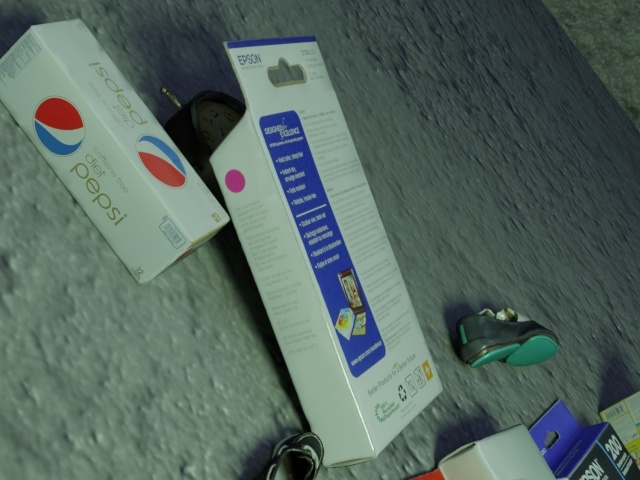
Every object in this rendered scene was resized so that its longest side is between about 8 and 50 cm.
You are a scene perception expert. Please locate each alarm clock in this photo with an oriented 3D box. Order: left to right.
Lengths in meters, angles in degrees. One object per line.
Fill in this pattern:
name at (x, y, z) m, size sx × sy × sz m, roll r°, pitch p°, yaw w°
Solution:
alarm clock at (-0.078, -0.070, 1.033) m, size 0.192 × 0.064 × 0.129 m, roll 20°, pitch 42°, yaw -44°

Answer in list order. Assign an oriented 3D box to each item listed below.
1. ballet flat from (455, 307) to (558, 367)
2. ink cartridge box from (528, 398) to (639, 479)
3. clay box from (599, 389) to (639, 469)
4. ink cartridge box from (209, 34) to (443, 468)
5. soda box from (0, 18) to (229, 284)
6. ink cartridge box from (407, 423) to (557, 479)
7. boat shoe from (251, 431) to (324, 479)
ballet flat at (0.223, 0.112, 1.289) m, size 0.203 × 0.074 × 0.074 m, roll 6°, pitch 53°, yaw -53°
ink cartridge box at (0.330, 0.293, 1.271) m, size 0.208 × 0.045 × 0.206 m, roll 56°, pitch 28°, yaw 8°
clay box at (0.471, 0.297, 1.396) m, size 0.053 × 0.127 × 0.222 m, roll 16°, pitch 45°, yaw -49°
ink cartridge box at (0.000, 0.000, 0.971) m, size 0.176 × 0.069 × 0.371 m, roll -25°, pitch 98°, yaw -62°
soda box at (-0.174, -0.075, 0.883) m, size 0.216 × 0.069 × 0.074 m, roll 54°, pitch 27°, yaw -1°
ink cartridge box at (0.195, 0.321, 1.011) m, size 0.239 × 0.060 × 0.275 m, roll 0°, pitch 58°, yaw -59°
boat shoe at (-0.022, 0.183, 0.852) m, size 0.046 × 0.038 × 0.125 m, roll 56°, pitch 27°, yaw 5°
